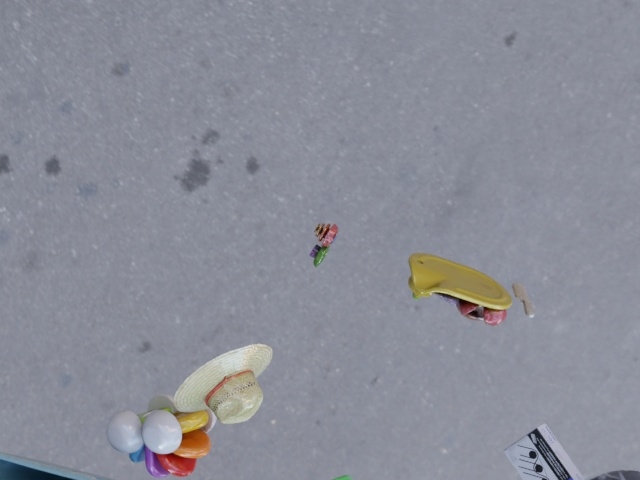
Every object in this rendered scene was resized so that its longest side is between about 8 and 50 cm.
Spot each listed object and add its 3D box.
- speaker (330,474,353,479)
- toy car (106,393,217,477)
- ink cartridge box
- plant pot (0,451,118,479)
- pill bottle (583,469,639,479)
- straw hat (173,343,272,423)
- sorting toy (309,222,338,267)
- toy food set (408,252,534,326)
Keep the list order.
[{"bbox_3d":[0.052,0.535,1.370,0.131,0.296,0.131,-21,162,-7],"label":"speaker"},{"bbox_3d":[-0.271,0.348,1.504,0.159,0.182,0.136,-16,98,-60],"label":"toy car"},{"bbox_3d":[0.470,0.482,1.722,0.097,0.207,0.046,-45,158,31],"label":"ink cartridge box"},{"bbox_3d":[-0.419,0.513,1.473,0.252,0.247,0.247,30,67,-58],"label":"plant pot"},{"bbox_3d":[0.343,0.374,0.888,0.131,0.245,0.130,-7,130,-8],"label":"pill bottle"},{"bbox_3d":[-0.109,0.198,1.093,0.145,0.061,0.144,-28,152,-16],"label":"straw hat"},{"bbox_3d":[0.000,0.000,1.603,0.061,0.042,0.102,-51,171,-50],"label":"sorting toy"},{"bbox_3d":[0.228,0.094,1.364,0.218,0.128,0.071,19,112,-12],"label":"toy food set"}]
